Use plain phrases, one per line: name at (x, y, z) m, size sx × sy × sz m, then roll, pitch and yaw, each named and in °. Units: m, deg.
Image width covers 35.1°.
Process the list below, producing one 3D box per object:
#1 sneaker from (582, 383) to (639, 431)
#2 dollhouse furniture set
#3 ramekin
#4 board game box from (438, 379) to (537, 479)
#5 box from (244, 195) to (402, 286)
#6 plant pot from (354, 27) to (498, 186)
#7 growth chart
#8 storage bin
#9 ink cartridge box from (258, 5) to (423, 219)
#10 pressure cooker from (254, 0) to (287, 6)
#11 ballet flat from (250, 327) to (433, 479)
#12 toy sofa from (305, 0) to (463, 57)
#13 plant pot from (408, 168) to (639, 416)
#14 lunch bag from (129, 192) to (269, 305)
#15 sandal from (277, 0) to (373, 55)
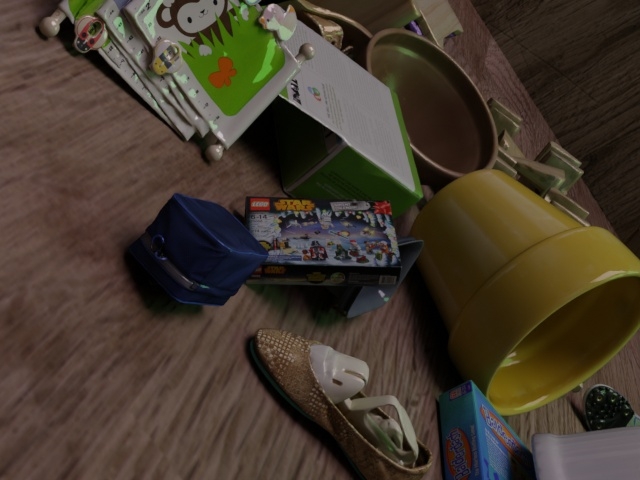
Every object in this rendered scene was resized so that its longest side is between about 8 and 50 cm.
sneaker at (0.501, 0.314, 1.702) m, size 0.237 × 0.085 × 0.086 m, roll 45°, pitch 2°, yaw -31°
dollhouse furniture set at (0.338, 0.009, 1.636) m, size 0.394 × 0.256 × 0.362 m, roll 36°, pitch 22°, yaw -2°
ramekin at (0.324, 0.331, 1.076) m, size 0.277 × 0.135 × 0.277 m, roll -14°, pitch 90°, yaw -78°
board game box at (0.191, 0.275, 1.073) m, size 0.160 × 0.047 × 0.210 m, roll 50°, pitch 23°, yaw -25°
box at (0.000, 0.000, 0.912) m, size 0.094 × 0.137 × 0.027 m, roll -97°, pitch -170°, yaw -49°
plant pot at (0.121, -0.161, 1.373) m, size 0.237 × 0.109 × 0.237 m, roll 23°, pitch 49°, yaw -29°
growth chart at (-0.110, -0.181, 0.883) m, size 0.021 × 0.172 × 0.237 m, roll 30°, pitch -8°, yaw 46°
storage bin at (0.029, 0.018, 1.013) m, size 0.091 × 0.098 × 0.135 m, roll 35°, pitch 15°, yaw 17°
ink cartridge box at (-0.018, -0.141, 1.103) m, size 0.255 × 0.097 × 0.189 m, roll 31°, pitch 33°, yaw -34°
pressure cooker at (-0.125, -0.461, 0.903) m, size 0.420 × 0.370 × 0.376 m, roll 37°, pitch 26°, yaw -52°
ballet flat at (0.026, 0.136, 0.858) m, size 0.206 × 0.067 × 0.073 m, roll 49°, pitch 24°, yaw -25°
toy sofa at (0.107, -0.359, 1.603) m, size 0.177 × 0.150 × 0.362 m, roll 61°, pitch 20°, yaw -9°
plant pot at (0.238, 0.048, 1.254) m, size 0.254 × 0.254 × 0.239 m, roll 29°, pitch 20°, yaw -53°
lunch bag at (-0.094, 0.012, 0.754) m, size 0.067 × 0.065 × 0.098 m, roll 45°, pitch 12°, yaw 22°
sandal at (-0.021, -0.270, 1.331) m, size 0.240 × 0.088 × 0.079 m, roll 28°, pitch 67°, yaw -42°
